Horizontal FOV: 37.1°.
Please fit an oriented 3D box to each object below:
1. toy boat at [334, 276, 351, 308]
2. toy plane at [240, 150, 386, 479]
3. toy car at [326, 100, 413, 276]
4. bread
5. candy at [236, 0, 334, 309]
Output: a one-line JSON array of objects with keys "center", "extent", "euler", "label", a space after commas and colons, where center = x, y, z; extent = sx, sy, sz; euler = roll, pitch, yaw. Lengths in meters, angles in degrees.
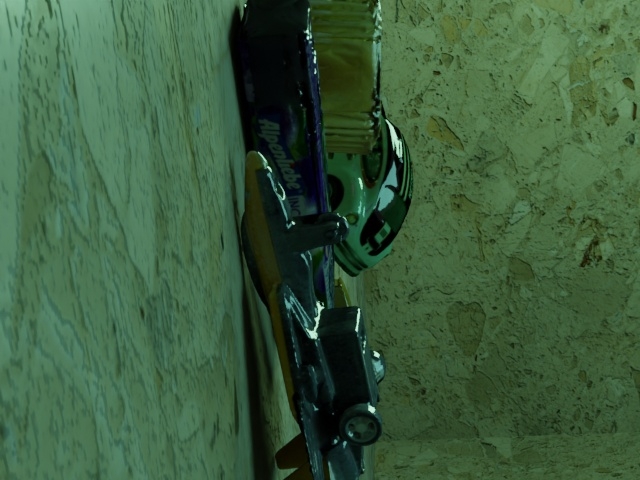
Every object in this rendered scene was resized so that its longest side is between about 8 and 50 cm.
[{"center": [0.030, 0.131, 1.449], "extent": [0.049, 0.047, 0.149], "euler": [-45, 131, -84], "label": "toy boat"}, {"center": [-0.002, 0.075, 0.760], "extent": [0.204, 0.102, 0.316], "euler": [-82, 168, -64], "label": "toy plane"}, {"center": [0.052, -0.109, 1.222], "extent": [0.136, 0.125, 0.306], "euler": [48, 37, -53], "label": "toy car"}, {"center": [0.006, -0.189, 1.020], "extent": [0.132, 0.114, 0.191], "euler": [-109, -157, -71], "label": "bread"}, {"center": [-0.025, -0.054, 0.833], "extent": [0.088, 0.061, 0.313], "euler": [-88, 174, -56], "label": "candy"}]
